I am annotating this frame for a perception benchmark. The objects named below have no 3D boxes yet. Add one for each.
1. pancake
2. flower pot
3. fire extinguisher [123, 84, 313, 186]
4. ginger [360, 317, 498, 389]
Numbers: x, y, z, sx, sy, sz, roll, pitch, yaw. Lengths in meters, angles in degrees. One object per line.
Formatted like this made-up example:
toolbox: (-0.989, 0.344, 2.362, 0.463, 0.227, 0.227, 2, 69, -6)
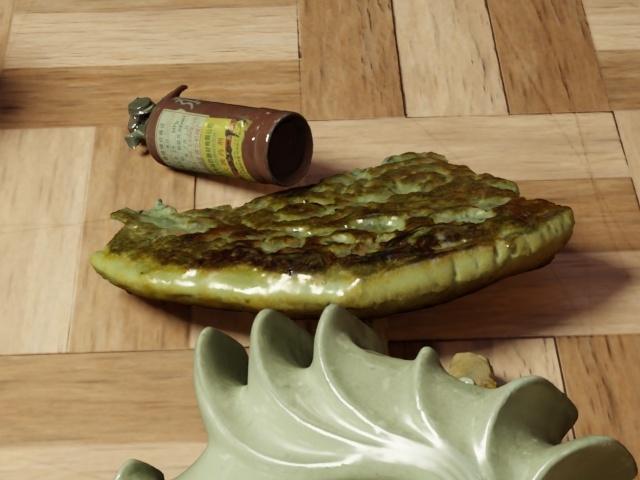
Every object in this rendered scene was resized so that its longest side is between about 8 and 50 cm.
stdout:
pancake: (0.002, 0.002, 1.456, 0.426, 0.067, 0.305, -12, 22, -11)
flower pot: (0.030, 0.189, 1.153, 0.367, 0.164, 0.254, 20, 80, 26)
fire extinguisher: (-0.115, -0.109, 1.596, 0.252, 0.075, 0.106, 10, 19, 38)
ginger: (0.094, 0.131, 1.341, 0.149, 0.065, 0.259, -9, 36, -19)
